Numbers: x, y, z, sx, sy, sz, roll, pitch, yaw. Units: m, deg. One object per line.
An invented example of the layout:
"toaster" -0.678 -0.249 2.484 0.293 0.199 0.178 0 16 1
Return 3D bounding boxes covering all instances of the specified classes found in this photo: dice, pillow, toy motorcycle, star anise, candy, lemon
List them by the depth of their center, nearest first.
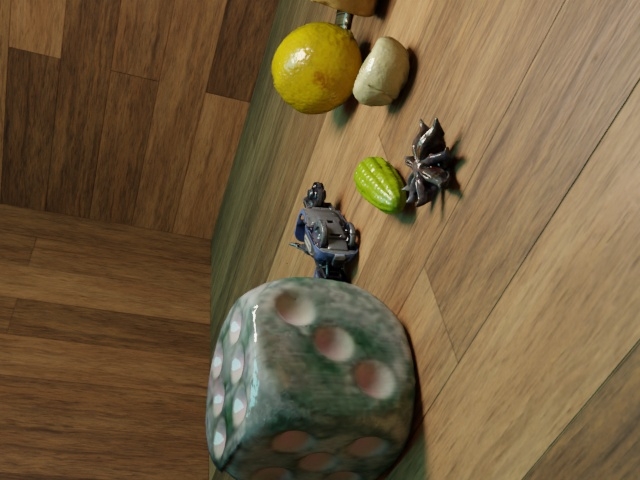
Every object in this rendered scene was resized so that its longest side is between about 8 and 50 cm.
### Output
"star anise" 0.209 -0.151 1.346 0.204 0.061 0.180 -171 86 -77
"dice" -0.030 0.291 1.388 0.330 0.348 0.328 114 157 -43
"candy" 0.138 -0.113 1.521 0.209 0.097 0.096 -117 40 -61
"toy motorcycle" 0.000 0.000 1.855 0.358 0.125 0.212 -110 30 -55
"lemon" -0.010 -0.483 1.964 0.267 0.267 0.267 -170 90 -74
"pillow" 0.080 -0.736 2.185 0.113 0.038 0.203 -146 67 -69

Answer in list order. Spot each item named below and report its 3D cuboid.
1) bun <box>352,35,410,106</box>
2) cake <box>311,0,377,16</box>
"bun" 0.148 -0.389 1.638 0.188 0.111 0.164 123 169 -60
"cake" 0.052 -0.787 1.829 0.332 0.332 0.321 -111 40 -60
